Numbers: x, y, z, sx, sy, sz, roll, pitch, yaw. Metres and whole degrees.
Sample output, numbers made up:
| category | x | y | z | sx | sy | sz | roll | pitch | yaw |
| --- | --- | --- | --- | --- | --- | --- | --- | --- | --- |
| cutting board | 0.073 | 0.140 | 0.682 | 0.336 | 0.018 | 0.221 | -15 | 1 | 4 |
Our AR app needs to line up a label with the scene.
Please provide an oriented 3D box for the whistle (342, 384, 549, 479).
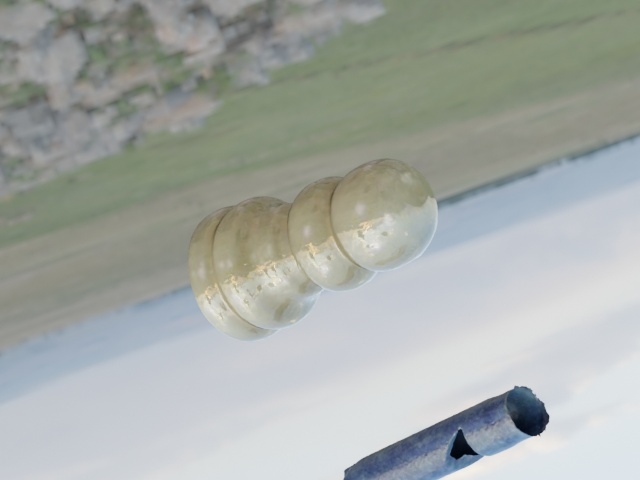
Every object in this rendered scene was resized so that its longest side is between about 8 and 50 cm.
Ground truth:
| category | x | y | z | sx | sy | sz | roll | pitch | yaw |
| --- | --- | --- | --- | --- | --- | --- | --- | --- | --- |
| whistle | 0.124 | 0.236 | 1.775 | 0.062 | 0.062 | 0.304 | -19 | 170 | -46 |

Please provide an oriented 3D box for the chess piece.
| category | x | y | z | sx | sy | sz | roll | pitch | yaw |
| --- | --- | --- | --- | --- | --- | --- | --- | --- | --- |
| chess piece | 0.000 | 0.000 | 1.806 | 0.299 | 0.167 | 0.167 | -23 | 177 | 42 |
